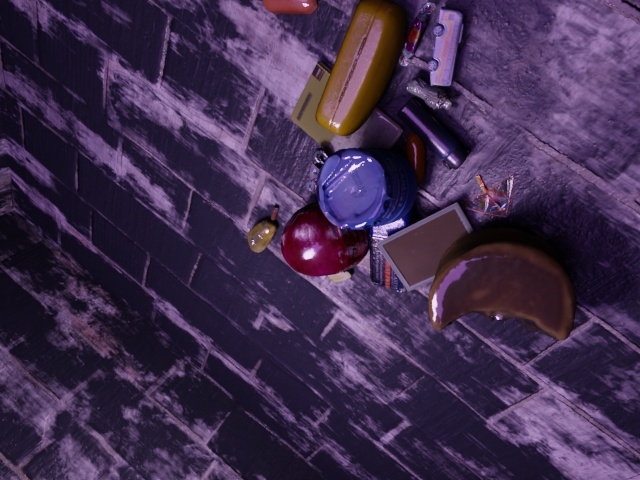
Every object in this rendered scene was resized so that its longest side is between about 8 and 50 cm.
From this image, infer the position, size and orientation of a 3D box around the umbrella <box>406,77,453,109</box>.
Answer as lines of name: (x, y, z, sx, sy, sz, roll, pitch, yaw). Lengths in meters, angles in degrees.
umbrella: (0.315, -0.418, 1.205, 0.143, 0.067, 0.062, 37, 103, 16)

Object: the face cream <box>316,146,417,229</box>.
face cream: (0.141, -0.158, 1.290, 0.248, 0.225, 0.249, 8, 104, 35)

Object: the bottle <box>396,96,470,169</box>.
bottle: (0.334, -0.312, 1.250, 0.244, 0.072, 0.082, 44, 103, 1)

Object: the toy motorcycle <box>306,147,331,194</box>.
toy motorcycle: (0.015, -0.232, 1.512, 0.122, 0.082, 0.213, 37, 144, 13)

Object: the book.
book: (0.076, -0.385, 1.401, 0.352, 0.035, 0.239, 41, 134, 4)

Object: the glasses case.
glasses case: (0.123, -0.480, 1.203, 0.141, 0.173, 0.371, 30, 118, 9)

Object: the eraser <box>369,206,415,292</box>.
eraser: (0.258, 0.027, 1.499, 0.154, 0.101, 0.332, 11, 124, 26)

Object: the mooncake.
mooncake: (0.545, 0.161, 1.279, 0.394, 0.246, 0.393, 42, 117, -2)

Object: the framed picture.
framed picture: (0.367, 0.027, 1.402, 0.296, 0.019, 0.232, -28, 113, 20)

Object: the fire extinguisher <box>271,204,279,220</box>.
fire extinguisher: (-0.193, -0.112, 1.763, 0.028, 0.022, 0.083, 63, 146, 38)

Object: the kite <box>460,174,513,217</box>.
kite: (0.519, -0.132, 1.288, 0.159, 0.010, 0.190, 50, 132, -3)

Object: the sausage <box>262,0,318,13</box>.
sausage: (-0.092, -0.725, 1.269, 0.194, 0.077, 0.077, 15, 126, 25)

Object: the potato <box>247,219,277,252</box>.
potato: (-0.255, -0.021, 1.820, 0.105, 0.085, 0.188, 47, 128, -4)

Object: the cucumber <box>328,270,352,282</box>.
cucumber: (0.083, 0.137, 1.730, 0.107, 0.035, 0.067, -15, 127, 38)

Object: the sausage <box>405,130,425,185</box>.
sausage: (0.299, -0.251, 1.328, 0.062, 0.054, 0.183, -3, 118, 2)

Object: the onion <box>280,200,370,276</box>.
onion: (0.000, 0.000, 1.542, 0.336, 0.260, 0.282, 8, 117, 36)

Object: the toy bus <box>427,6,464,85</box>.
toy bus: (0.335, -0.515, 1.129, 0.075, 0.064, 0.191, 15, 125, 18)

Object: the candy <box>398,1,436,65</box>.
candy: (0.261, -0.563, 1.159, 0.045, 0.043, 0.175, 39, 133, 19)
